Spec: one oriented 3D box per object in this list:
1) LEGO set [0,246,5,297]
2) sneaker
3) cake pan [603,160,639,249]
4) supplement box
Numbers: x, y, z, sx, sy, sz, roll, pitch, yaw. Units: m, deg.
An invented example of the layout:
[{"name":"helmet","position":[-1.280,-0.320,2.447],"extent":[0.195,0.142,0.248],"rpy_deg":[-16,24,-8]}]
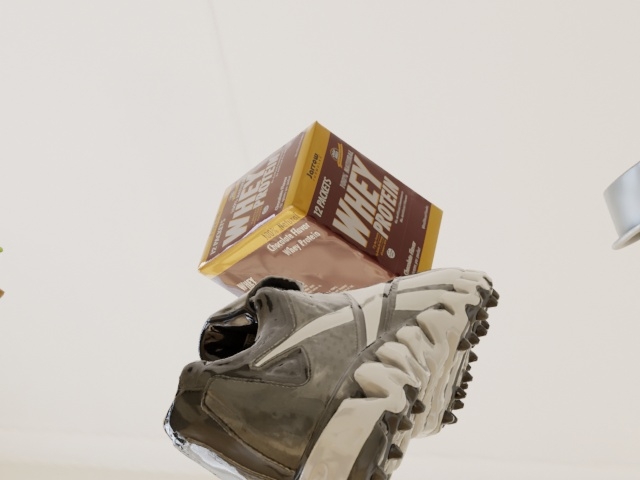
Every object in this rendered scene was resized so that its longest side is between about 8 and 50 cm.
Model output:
[{"name":"LEGO set","position":[-0.334,-0.016,0.726],"extent":[0.331,0.255,0.192],"rpy_deg":[36,-50,34]},{"name":"sneaker","position":[0.008,0.047,0.574],"extent":[0.106,0.234,0.078],"rpy_deg":[22,-69,14]},{"name":"cake pan","position":[0.382,-0.089,1.244],"extent":[0.293,0.293,0.054],"rpy_deg":[-39,-102,41]},{"name":"supplement box","position":[0.000,0.000,1.557],"extent":[0.194,0.129,0.191],"rpy_deg":[34,-41,-22]}]
